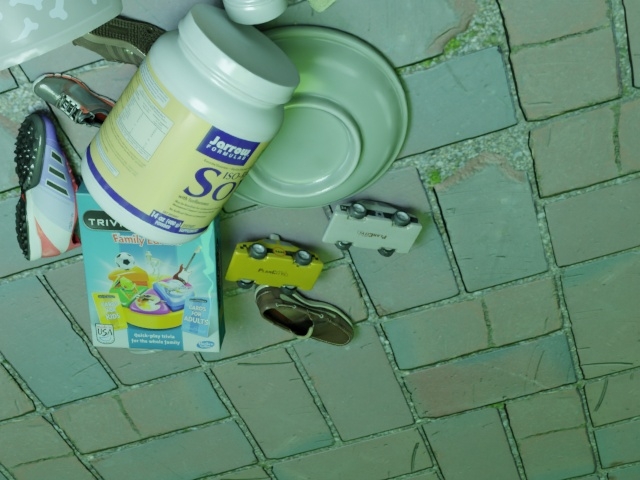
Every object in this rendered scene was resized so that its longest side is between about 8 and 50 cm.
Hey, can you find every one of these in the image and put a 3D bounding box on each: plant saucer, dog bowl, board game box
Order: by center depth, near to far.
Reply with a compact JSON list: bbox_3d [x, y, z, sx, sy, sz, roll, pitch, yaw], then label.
[{"bbox_3d":[-0.421,-0.355,1.466,0.348,0.349,0.102,-18,118,11],"label":"dog bowl"},{"bbox_3d":[-0.037,-0.186,1.810,0.400,0.101,0.401,-3,132,-3],"label":"plant saucer"},{"bbox_3d":[-0.317,0.050,1.935,0.253,0.079,0.336,2,118,3],"label":"board game box"}]

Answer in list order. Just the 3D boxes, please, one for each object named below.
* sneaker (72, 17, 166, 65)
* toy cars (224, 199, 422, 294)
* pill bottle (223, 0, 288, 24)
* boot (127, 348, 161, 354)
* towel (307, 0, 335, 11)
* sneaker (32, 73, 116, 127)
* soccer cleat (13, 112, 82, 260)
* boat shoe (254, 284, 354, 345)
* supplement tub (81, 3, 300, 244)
[{"bbox_3d":[-0.322,-0.325,1.691,0.188,0.066,0.071,19,154,-25],"label":"sneaker"},{"bbox_3d":[0.000,0.000,1.998,0.393,0.087,0.176,-21,136,9],"label":"toy cars"},{"bbox_3d":[-0.118,-0.457,1.527,0.136,0.136,0.246,-9,133,2],"label":"pill bottle"},{"bbox_3d":[-0.319,0.161,2.117,0.258,0.095,0.123,-19,142,17],"label":"boot"},{"bbox_3d":[0.021,-0.441,1.631,0.148,0.027,0.110,-33,126,22],"label":"towel"},{"bbox_3d":[-0.419,-0.234,1.749,0.157,0.065,0.061,20,127,-23],"label":"sneaker"},{"bbox_3d":[-0.491,-0.100,1.855,0.116,0.109,0.318,-10,134,-27],"label":"soccer cleat"},{"bbox_3d":[-0.034,0.175,2.141,0.257,0.095,0.095,28,124,-27],"label":"boat shoe"},{"bbox_3d":[-0.208,-0.184,1.630,0.241,0.241,0.331,26,117,-26],"label":"supplement tub"}]
